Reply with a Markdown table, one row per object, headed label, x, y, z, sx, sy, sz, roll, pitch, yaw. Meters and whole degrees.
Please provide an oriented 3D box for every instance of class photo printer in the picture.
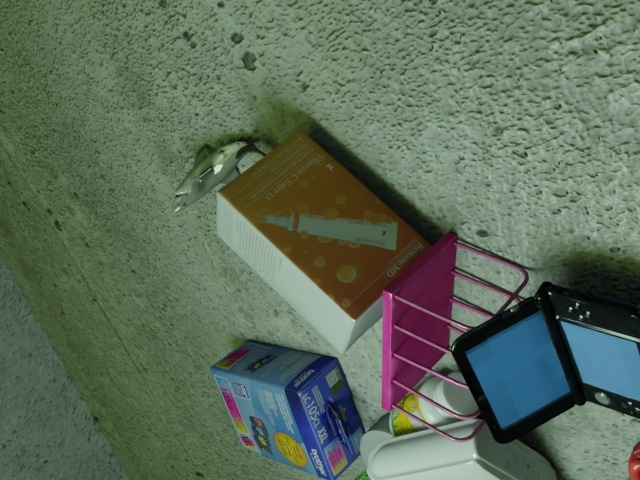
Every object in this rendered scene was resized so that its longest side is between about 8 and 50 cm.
| label | x | y | z | sx | sy | sz | roll | pitch | yaw |
| --- | --- | --- | --- | --- | --- | --- | --- | --- | --- |
| photo printer | 0.262 | 0.460 | 1.656 | 0.256 | 0.107 | 0.308 | 35 | 139 | -29 |

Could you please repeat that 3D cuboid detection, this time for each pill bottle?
| label | x | y | z | sx | sy | sz | roll | pitch | yaw |
| --- | --- | --- | --- | --- | --- | --- | --- | --- | --- |
| pill bottle | 0.232 | 0.342 | 1.698 | 0.117 | 0.118 | 0.208 | 48 | 144 | 7 |

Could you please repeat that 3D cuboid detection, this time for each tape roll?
| label | x | y | z | sx | sy | sz | roll | pitch | yaw |
| --- | --- | --- | --- | --- | --- | --- | --- | --- | --- |
| tape roll | 0.195 | 0.496 | 1.903 | 0.219 | 0.072 | 0.219 | 29 | 138 | 30 |

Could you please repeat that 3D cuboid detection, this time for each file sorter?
| label | x | y | z | sx | sy | sz | roll | pitch | yaw |
| --- | --- | --- | --- | --- | --- | --- | --- | --- | --- |
| file sorter | 0.240 | 0.178 | 1.488 | 0.182 | 0.202 | 0.290 | 25 | 135 | 31 |

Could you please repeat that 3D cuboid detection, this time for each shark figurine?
| label | x | y | z | sx | sy | sz | roll | pitch | yaw |
| --- | --- | --- | --- | --- | --- | --- | --- | --- | --- |
| shark figurine | -0.186 | -0.152 | 1.796 | 0.278 | 0.166 | 0.116 | -26 | 125 | 36 |

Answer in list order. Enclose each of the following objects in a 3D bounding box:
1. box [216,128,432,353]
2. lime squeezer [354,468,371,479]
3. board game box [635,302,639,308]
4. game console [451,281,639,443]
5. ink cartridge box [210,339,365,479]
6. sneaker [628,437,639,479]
| label | x | y | z | sx | sy | sz | roll | pitch | yaw |
| --- | --- | --- | --- | --- | --- | --- | --- | --- | --- |
| box | 0.000 | 0.000 | 1.565 | 0.345 | 0.215 | 0.168 | 42 | 156 | 15 |
| lime squeezer | 0.141 | 0.593 | 2.072 | 0.110 | 0.058 | 0.310 | 35 | 150 | -28 |
| board game box | 0.549 | 0.159 | 1.267 | 0.181 | 0.043 | 0.092 | 43 | 143 | 15 |
| game console | 0.387 | 0.226 | 1.330 | 0.250 | 0.173 | 0.293 | 16 | 147 | 44 |
| ink cartridge box | -0.056 | 0.408 | 2.044 | 0.396 | 0.151 | 0.269 | 3 | 121 | 44 |
| sneaker | 0.618 | 0.414 | 1.336 | 0.279 | 0.118 | 0.107 | 28 | 137 | 30 |
